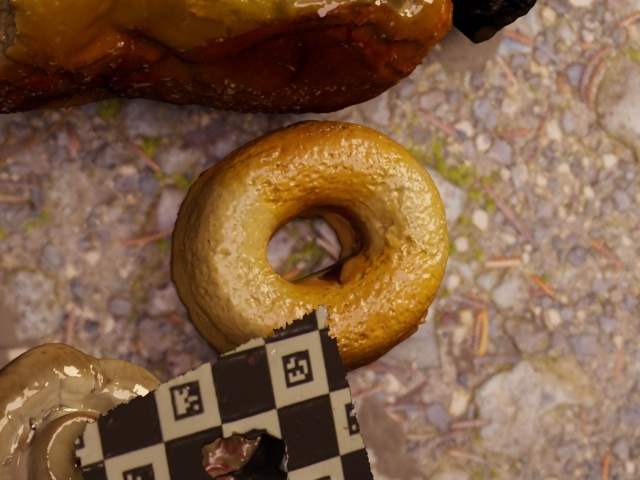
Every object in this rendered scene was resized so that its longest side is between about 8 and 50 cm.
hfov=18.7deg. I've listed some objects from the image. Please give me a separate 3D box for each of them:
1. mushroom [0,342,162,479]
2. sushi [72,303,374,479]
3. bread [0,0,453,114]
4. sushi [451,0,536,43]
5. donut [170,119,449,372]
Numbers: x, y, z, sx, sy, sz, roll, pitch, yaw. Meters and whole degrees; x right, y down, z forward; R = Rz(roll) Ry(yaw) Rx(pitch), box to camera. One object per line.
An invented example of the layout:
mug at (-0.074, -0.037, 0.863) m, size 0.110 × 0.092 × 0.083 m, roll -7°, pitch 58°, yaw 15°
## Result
mushroom at (-0.150, 0.133, 1.172) m, size 0.148 × 0.112 × 0.148 m, roll 2°, pitch 80°, yaw -10°
sushi at (-0.050, 0.169, 1.165) m, size 0.193 × 0.040 × 0.210 m, roll -25°, pitch 103°, yaw -33°
bread at (-0.111, -0.134, 1.176) m, size 0.380 × 0.185 × 0.109 m, roll -4°, pitch 83°, yaw -24°
sushi at (0.127, -0.270, 1.279) m, size 0.204 × 0.200 × 0.213 m, roll 51°, pitch 40°, yaw -6°
donut at (0.001, 0.001, 1.264) m, size 0.190 × 0.074 × 0.174 m, roll -8°, pitch 84°, yaw -19°
